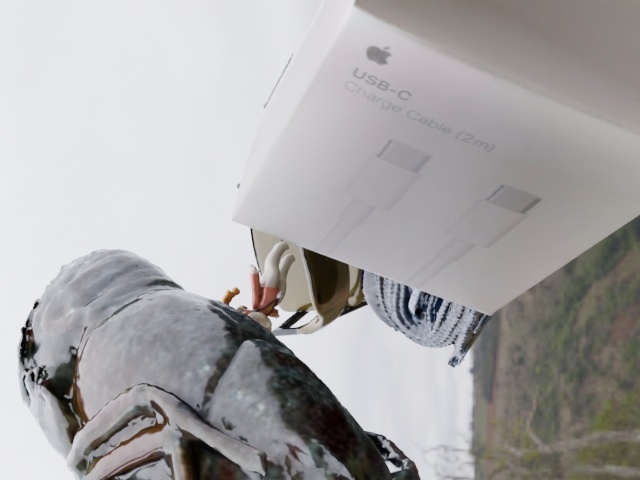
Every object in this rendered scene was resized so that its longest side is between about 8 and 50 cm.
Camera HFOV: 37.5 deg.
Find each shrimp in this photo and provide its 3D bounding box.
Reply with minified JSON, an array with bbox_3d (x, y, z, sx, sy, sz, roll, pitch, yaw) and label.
[{"bbox_3d":[-0.034,0.118,0.477,0.172,0.372,0.137,23,-77,-50],"label":"shrimp"}]

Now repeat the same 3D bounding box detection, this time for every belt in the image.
[{"bbox_3d":[0.116,0.009,0.839,0.128,0.122,0.218,-55,-13,-18],"label":"belt"}]

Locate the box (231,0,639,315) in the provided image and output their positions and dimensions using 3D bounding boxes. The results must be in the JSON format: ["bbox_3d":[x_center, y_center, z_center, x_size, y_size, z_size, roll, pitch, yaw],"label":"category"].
[{"bbox_3d":[0.078,-0.066,0.569,0.252,0.203,0.106,129,159,-59],"label":"box"}]

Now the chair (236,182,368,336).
[{"bbox_3d":[0.000,0.000,0.974,0.246,0.172,0.159,-23,-75,-49],"label":"chair"}]

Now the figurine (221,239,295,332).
[{"bbox_3d":[-0.050,0.049,0.753,0.109,0.047,0.064,-64,-37,-35],"label":"figurine"}]
